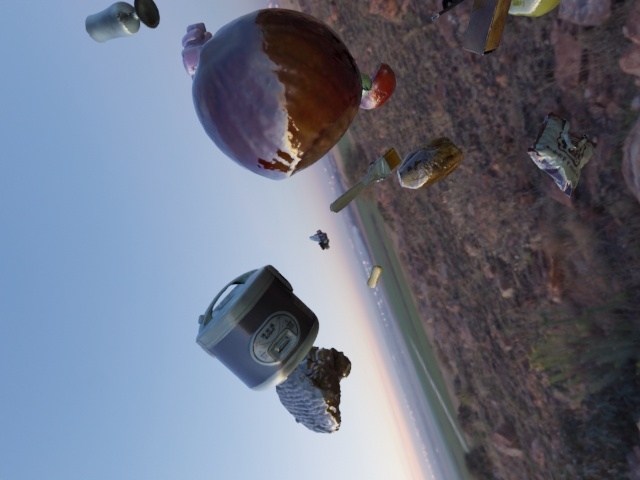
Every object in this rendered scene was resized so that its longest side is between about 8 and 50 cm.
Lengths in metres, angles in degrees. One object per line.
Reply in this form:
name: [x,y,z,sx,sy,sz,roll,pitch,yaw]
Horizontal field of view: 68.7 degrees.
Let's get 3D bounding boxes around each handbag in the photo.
handbag: [0.783,-0.290,1.521,0.213,0.235,0.127,39,157,-4]

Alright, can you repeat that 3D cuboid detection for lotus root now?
lotus root: [0.458,-0.332,2.005,0.193,0.290,0.193,56,-172,-12]

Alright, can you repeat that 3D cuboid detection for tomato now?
tomato: [0.218,-0.553,1.722,0.099,0.173,0.189,30,-177,-2]

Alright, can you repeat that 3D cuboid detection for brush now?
brush: [0.162,-0.210,1.695,0.085,0.336,0.020,55,166,-30]

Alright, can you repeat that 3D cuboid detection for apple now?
apple: [0.794,-0.985,1.753,0.292,0.291,0.254,-106,10,-50]

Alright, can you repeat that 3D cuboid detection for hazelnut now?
hazelnut: [-0.112,-0.366,1.167,0.421,0.420,0.353,67,-159,-47]

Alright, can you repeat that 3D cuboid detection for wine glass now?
wine glass: [-0.625,-0.690,1.470,0.103,0.230,0.103,15,-107,-63]

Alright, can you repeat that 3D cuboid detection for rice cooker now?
rice cooker: [-0.170,0.230,1.276,0.277,0.288,0.288,46,-174,-7]

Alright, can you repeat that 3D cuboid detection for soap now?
soap: [0.172,0.115,1.494,0.012,0.034,0.089,-83,7,-57]

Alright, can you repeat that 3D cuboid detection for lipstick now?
lipstick: [0.083,-0.483,1.693,0.304,0.076,0.076,-40,64,56]

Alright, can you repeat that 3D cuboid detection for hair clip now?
hair clip: [0.006,-0.004,1.585,0.062,0.056,0.214,55,175,-13]

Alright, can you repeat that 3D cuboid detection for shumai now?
shumai: [0.019,0.466,1.564,0.267,0.262,0.314,42,148,7]

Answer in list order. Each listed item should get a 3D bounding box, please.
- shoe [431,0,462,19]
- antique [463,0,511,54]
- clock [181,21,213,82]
shoe: [0.404,-0.756,1.482,0.053,0.159,0.062,54,164,-12]
antique: [0.548,-0.762,1.484,0.087,0.093,0.310,36,139,33]
clock: [-0.405,-0.598,1.670,0.296,0.113,0.322,81,173,-50]
